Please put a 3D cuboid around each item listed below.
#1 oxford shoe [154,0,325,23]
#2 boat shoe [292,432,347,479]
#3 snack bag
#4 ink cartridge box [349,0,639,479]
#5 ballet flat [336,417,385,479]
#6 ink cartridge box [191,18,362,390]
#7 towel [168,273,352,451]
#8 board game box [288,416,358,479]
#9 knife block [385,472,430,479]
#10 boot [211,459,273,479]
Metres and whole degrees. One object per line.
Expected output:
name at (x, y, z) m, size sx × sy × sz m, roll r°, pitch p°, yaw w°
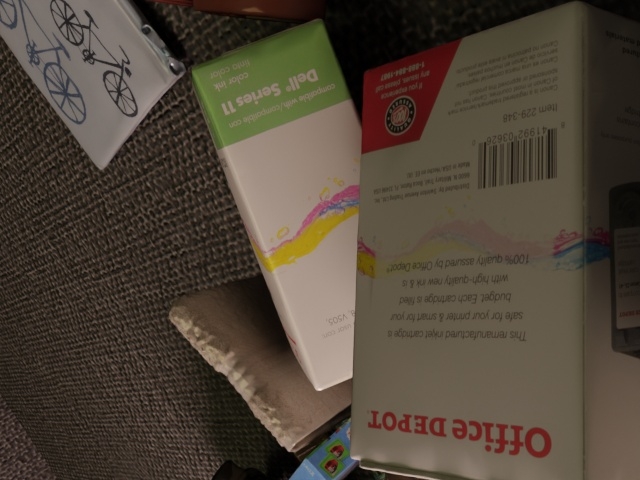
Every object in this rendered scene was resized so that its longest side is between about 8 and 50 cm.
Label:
oxford shoe at (-0.110, -0.282, 0.942) m, size 0.348 × 0.123 × 0.130 m, roll 21°, pitch 109°, yaw 43°
boat shoe at (-0.005, 0.290, 1.376) m, size 0.060 × 0.064 × 0.178 m, roll -111°, pitch 4°, yaw -47°
snack bag at (-0.315, -0.276, 1.253) m, size 0.323 × 0.037 × 0.342 m, roll 55°, pitch 149°, yaw -3°
ink cartridge box at (0.137, 0.014, 0.720) m, size 0.226 × 0.131 × 0.307 m, roll -5°, pitch 82°, yaw 53°
ballet flat at (0.058, 0.220, 1.229) m, size 0.188 × 0.070 × 0.070 m, roll 50°, pitch 148°, yaw 2°
ink cartridge box at (0.000, 0.000, 0.907) m, size 0.207 × 0.119 × 0.354 m, roll -149°, pitch 37°, yaw -82°
towel at (-0.032, 0.113, 1.063) m, size 0.187 × 0.282 × 0.049 m, roll 45°, pitch 110°, yaw 14°
board game box at (0.048, 0.204, 1.071) m, size 0.039 × 0.211 × 0.160 m, roll 47°, pitch 147°, yaw 13°
knife block at (0.111, 0.272, 1.004) m, size 0.088 × 0.276 × 0.242 m, roll -2°, pitch 133°, yaw 2°
boot at (-0.021, 0.437, 1.433) m, size 0.284 × 0.138 × 0.377 m, roll 26°, pitch 162°, yaw 13°
